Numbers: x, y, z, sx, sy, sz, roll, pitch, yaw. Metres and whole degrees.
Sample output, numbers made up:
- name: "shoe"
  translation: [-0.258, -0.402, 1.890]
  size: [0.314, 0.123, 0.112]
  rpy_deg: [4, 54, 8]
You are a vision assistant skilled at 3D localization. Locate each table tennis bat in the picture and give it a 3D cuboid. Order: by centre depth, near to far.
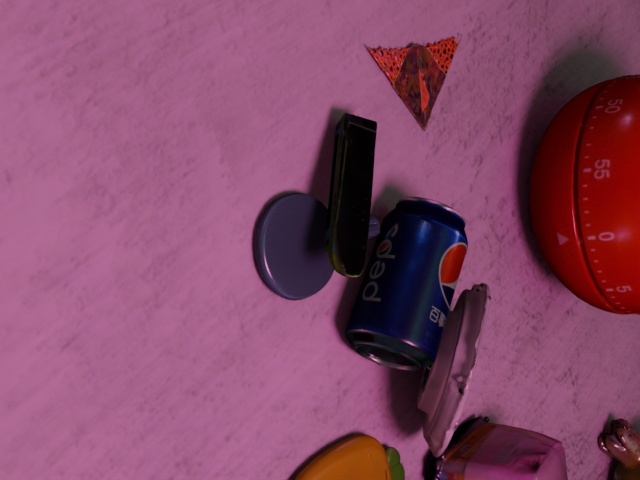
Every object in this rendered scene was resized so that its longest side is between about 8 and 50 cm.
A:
- name: "table tennis bat"
  translation: [0.000, 0.000, 1.133]
  size: [0.201, 0.033, 0.124]
  rpy_deg: [-16, 101, -45]

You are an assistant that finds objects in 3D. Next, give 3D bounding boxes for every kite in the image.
- name: "kite"
  translation: [0.136, -0.210, 1.295]
  size: [0.222, 0.008, 0.125]
  rpy_deg: [-18, 105, -47]

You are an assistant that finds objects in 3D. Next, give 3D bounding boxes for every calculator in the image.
- name: "calculator"
  translation: [0.033, 0.322, 1.180]
  size: [0.235, 0.032, 0.146]
  rpy_deg: [-18, 105, -45]

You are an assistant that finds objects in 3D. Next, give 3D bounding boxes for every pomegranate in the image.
- name: "pomegranate"
  translation: [0.614, 0.424, 1.741]
  size: [0.248, 0.202, 0.202]
  rpy_deg: [46, 54, -5]

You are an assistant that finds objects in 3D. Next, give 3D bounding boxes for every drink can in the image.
- name: "drink can"
  translation: [0.111, 0.054, 1.196]
  size: [0.118, 0.118, 0.205]
  rpy_deg: [36, 64, -43]

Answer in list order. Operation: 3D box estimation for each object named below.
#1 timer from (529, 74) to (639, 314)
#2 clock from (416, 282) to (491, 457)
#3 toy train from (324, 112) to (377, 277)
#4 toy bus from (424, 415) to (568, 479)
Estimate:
- name: "timer"
  translation: [0.497, -0.071, 1.505]
  size: [0.378, 0.279, 0.378]
  rpy_deg: [1, 88, -47]
- name: "clock"
  translation: [0.165, 0.163, 1.245]
  size: [0.236, 0.053, 0.236]
  rpy_deg: [18, 90, -85]
- name: "toy train"
  translation: [0.033, -0.048, 1.123]
  size: [0.044, 0.042, 0.209]
  rpy_deg: [14, 64, -16]
- name: "toy bus"
  translation: [0.275, 0.463, 1.363]
  size: [0.171, 0.162, 0.386]
  rpy_deg: [-23, 109, -47]
